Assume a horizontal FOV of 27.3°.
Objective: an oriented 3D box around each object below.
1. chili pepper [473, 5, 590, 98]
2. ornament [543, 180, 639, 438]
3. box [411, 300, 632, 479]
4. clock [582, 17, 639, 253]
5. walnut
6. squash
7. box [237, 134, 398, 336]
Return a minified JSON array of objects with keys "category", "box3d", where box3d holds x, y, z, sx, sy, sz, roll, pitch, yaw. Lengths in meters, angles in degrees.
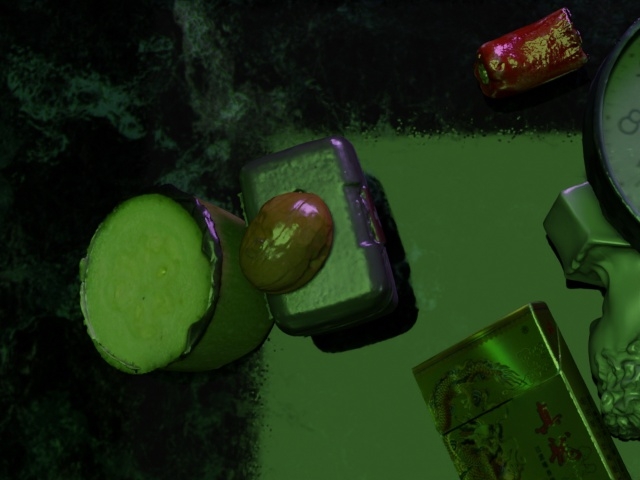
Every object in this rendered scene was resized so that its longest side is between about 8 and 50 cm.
[{"category":"chili pepper","box3d":[0.233,-0.209,1.488,0.123,0.073,0.070,-22,34,5]},{"category":"ornament","box3d":[0.327,0.067,1.385,0.120,0.130,0.285,-9,79,-10]},{"category":"box","box3d":[0.228,0.239,1.382,0.173,0.043,0.311,-34,73,34]},{"category":"clock","box3d":[0.429,-0.110,1.334,0.325,0.067,0.325,-1,77,4]},{"category":"walnut","box3d":[-0.040,0.000,1.381,0.091,0.052,0.121,34,92,15]},{"category":"squash","box3d":[-0.172,0.049,1.524,0.220,0.133,0.220,-4,82,27]},{"category":"box","box3d":[0.000,0.000,1.467,0.148,0.129,0.210,-17,76,10]}]
